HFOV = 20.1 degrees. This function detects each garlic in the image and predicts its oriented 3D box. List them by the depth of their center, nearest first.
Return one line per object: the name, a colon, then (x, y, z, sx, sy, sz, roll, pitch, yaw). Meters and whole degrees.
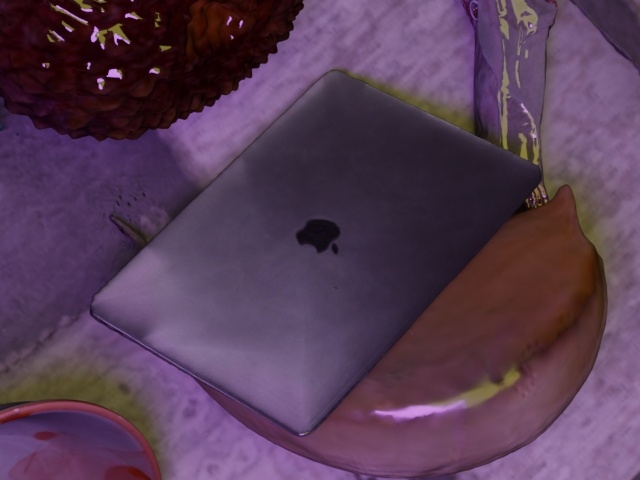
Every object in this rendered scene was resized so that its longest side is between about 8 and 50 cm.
garlic: (0.025, 0.070, 1.227, 0.338, 0.151, 0.196, -4, 67, 6)

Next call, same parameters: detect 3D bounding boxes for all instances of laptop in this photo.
laptop: (0.000, 0.000, 1.195, 0.187, 0.015, 0.269, 27, 57, 28)

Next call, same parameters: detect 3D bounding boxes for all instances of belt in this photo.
belt: (0.136, -0.092, 1.294, 0.071, 0.053, 0.232, -1, 87, -9)

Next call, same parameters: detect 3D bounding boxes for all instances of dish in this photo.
dish: (-0.228, 0.195, 1.147, 0.260, 0.260, 0.085, -47, 53, -11)

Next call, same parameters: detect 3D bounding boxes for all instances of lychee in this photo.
lychee: (-0.151, -0.196, 1.177, 0.271, 0.271, 0.271, 1, 84, -9)

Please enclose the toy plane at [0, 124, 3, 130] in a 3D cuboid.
toy plane: (-0.325, -0.049, 1.193, 0.235, 0.096, 0.060, -14, 79, -9)
